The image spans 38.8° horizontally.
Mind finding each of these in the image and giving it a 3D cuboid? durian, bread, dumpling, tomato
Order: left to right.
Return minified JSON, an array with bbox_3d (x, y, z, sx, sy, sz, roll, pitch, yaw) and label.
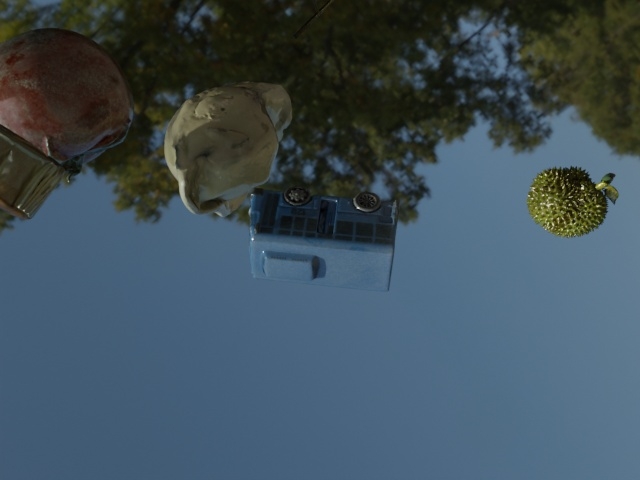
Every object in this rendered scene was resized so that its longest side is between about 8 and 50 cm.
[{"bbox_3d":[-0.491,-0.119,1.342,0.192,0.110,0.210,36,175,-31],"label":"bread"},{"bbox_3d":[-0.520,-0.255,1.750,0.283,0.316,0.316,65,-152,-2],"label":"tomato"},{"bbox_3d":[-0.182,-0.156,1.672,0.187,0.243,0.318,28,-126,19],"label":"dumpling"},{"bbox_3d":[0.548,-0.076,2.006,0.146,0.198,0.159,-39,-46,-32],"label":"durian"}]

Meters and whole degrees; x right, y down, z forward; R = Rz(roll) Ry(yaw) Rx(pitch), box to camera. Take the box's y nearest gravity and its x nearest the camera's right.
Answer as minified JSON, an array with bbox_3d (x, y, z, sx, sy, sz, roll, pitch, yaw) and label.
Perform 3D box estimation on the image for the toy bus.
[{"bbox_3d":[0.000,0.000,1.406,0.234,0.116,0.134,5,-131,3],"label":"toy bus"}]

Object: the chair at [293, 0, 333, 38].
[{"bbox_3d":[0.013,-0.569,1.898,0.160,0.170,0.325,43,-126,8],"label":"chair"}]
